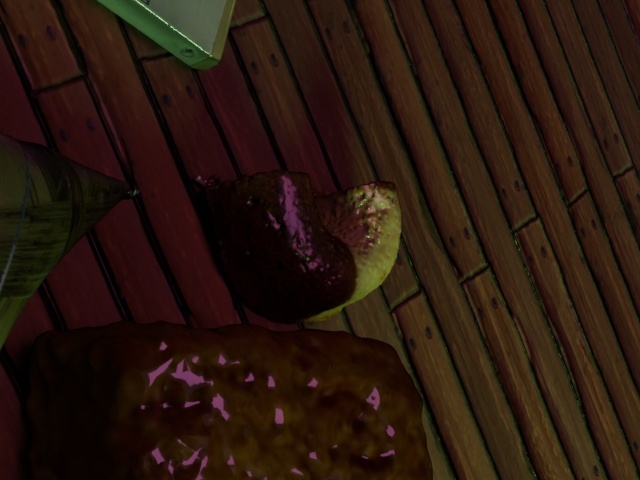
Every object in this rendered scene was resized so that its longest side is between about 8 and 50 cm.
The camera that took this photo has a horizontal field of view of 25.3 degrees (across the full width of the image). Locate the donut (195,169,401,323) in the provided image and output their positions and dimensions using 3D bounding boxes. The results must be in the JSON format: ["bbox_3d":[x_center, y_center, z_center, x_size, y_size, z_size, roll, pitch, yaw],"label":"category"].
[{"bbox_3d":[0.001,0.000,1.311,0.217,0.085,0.141,-2,79,-49],"label":"donut"}]

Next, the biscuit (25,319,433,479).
[{"bbox_3d":[-0.055,0.254,1.113,0.342,0.166,0.395,9,71,-48],"label":"biscuit"}]

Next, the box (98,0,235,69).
[{"bbox_3d":[-0.142,-0.312,1.284,0.211,0.045,0.270,32,56,-37],"label":"box"}]

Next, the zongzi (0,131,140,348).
[{"bbox_3d":[-0.228,0.032,1.042,0.242,0.112,0.221,20,66,-51],"label":"zongzi"}]
